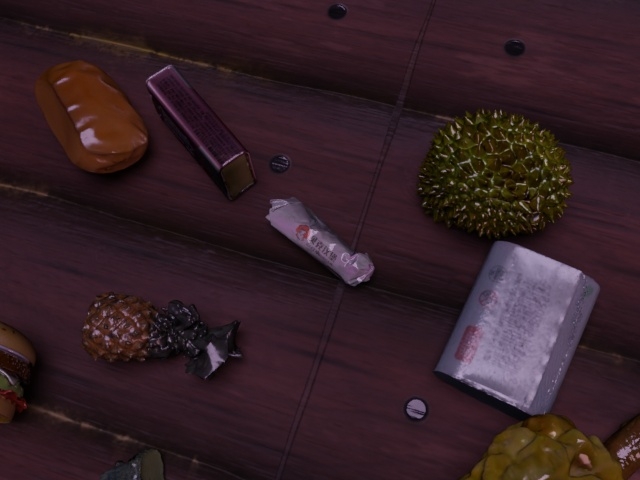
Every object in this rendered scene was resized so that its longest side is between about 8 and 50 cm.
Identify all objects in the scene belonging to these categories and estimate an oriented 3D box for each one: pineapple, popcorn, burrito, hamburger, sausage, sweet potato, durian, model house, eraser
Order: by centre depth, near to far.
[{"bbox_3d":[0.261,0.362,0.904,0.286,0.215,0.252,-41,108,-6],"label":"popcorn"},{"bbox_3d":[0.457,0.265,0.999,0.274,0.067,0.067,-45,71,-9],"label":"sweet potato"},{"bbox_3d":[-0.277,0.351,1.045,0.083,0.066,0.078,-17,78,18],"label":"model house"},{"bbox_3d":[0.291,0.134,1.058,0.174,0.081,0.227,26,72,11],"label":"eraser"},{"bbox_3d":[-0.505,0.187,1.073,0.175,0.175,0.137,12,64,10],"label":"hamburger"},{"bbox_3d":[-0.234,0.147,1.096,0.237,0.111,0.119,7,99,3],"label":"pineapple"},{"bbox_3d":[0.274,-0.100,1.109,0.237,0.176,0.200,8,87,-3],"label":"durian"},{"bbox_3d":[0.000,0.000,1.152,0.203,0.064,0.064,38,76,19],"label":"burrito"},{"bbox_3d":[-0.399,-0.217,1.242,0.136,0.120,0.241,-24,66,-40],"label":"sausage"}]

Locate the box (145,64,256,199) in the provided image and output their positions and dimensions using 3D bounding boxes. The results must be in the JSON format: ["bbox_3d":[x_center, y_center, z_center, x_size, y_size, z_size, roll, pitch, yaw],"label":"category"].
[{"bbox_3d":[-0.201,-0.181,1.211,0.069,0.120,0.224,-36,68,-12],"label":"box"}]
